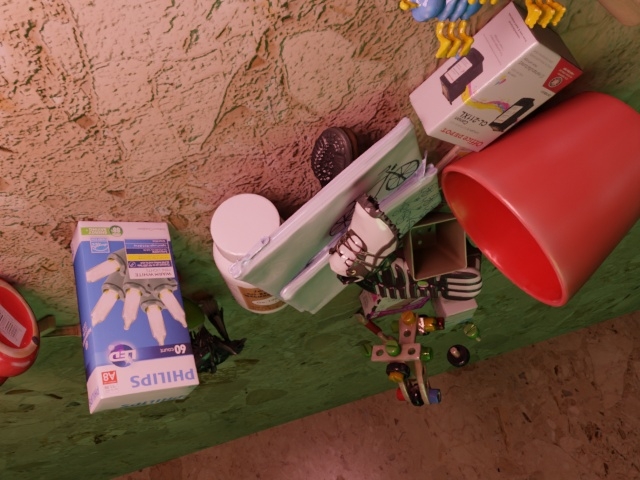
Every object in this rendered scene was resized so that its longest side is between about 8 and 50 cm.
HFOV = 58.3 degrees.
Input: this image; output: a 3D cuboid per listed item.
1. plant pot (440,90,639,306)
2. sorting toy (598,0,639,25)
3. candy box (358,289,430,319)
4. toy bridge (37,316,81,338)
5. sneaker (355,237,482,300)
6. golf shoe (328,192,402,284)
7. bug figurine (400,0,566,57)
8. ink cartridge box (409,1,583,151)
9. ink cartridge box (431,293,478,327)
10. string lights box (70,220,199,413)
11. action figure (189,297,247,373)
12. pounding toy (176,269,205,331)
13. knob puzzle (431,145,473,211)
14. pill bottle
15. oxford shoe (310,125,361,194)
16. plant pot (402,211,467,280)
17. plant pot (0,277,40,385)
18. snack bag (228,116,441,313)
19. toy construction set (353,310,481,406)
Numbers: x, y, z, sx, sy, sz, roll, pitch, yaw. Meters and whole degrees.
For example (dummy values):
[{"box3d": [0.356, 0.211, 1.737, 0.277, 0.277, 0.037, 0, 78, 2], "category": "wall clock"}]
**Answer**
[{"box3d": [0.364, -0.078, 0.879, 0.243, 0.275, 0.275, -39, 154, -2], "category": "plant pot"}, {"box3d": [0.401, -0.343, 0.635, 0.193, 0.038, 0.208, 8, 149, -43], "category": "sorting toy"}, {"box3d": [0.200, 0.104, 1.369, 0.159, 0.071, 0.233, -10, 153, -17], "category": "candy box"}, {"box3d": [-0.515, 0.162, 1.062, 0.063, 0.026, 0.188, -27, 154, 24], "category": "toy bridge"}, {"box3d": [0.206, 0.039, 1.214, 0.281, 0.162, 0.106, 8, 131, 19], "category": "sneaker"}, {"box3d": [0.057, 0.012, 0.796, 0.094, 0.077, 0.198, -34, 154, -10], "category": "golf shoe"}, {"box3d": [0.201, -0.303, 0.532, 0.216, 0.072, 0.279, -11, 150, -29], "category": "bug figurine"}, {"box3d": [0.226, -0.203, 0.752, 0.127, 0.072, 0.175, 6, 145, -42], "category": "ink cartridge box"}, {"box3d": [0.374, 0.175, 1.606, 0.092, 0.090, 0.143, -17, 154, -4], "category": "ink cartridge box"}, {"box3d": [-0.271, 0.102, 0.824, 0.133, 0.259, 0.077, -1, 150, -34], "category": "string lights box"}, {"box3d": [-0.261, 0.208, 1.159, 0.164, 0.141, 0.276, -26, 180, -34], "category": "action figure"}, {"box3d": [-0.319, 0.109, 1.030, 0.183, 0.110, 0.237, -13, -174, -37], "category": "pounding toy"}, {"box3d": [0.257, -0.100, 1.037, 0.213, 0.030, 0.213, -15, 155, -7], "category": "knob puzzle"}, {"box3d": [-0.103, 0.024, 0.929, 0.131, 0.131, 0.229, -16, 155, -5], "category": "pill bottle"}, {"box3d": [0.043, -0.103, 0.853, 0.096, 0.083, 0.227, -34, 158, -12], "category": "oxford shoe"}, {"box3d": [0.207, -0.001, 1.100, 0.109, 0.096, 0.109, -13, 114, -10], "category": "plant pot"}, {"box3d": [-0.531, 0.148, 0.844, 0.174, 0.191, 0.191, -28, 154, 2], "category": "plant pot"}, {"box3d": [0.050, -0.015, 0.875, 0.323, 0.037, 0.342, -40, 159, 1], "category": "snack bag"}, {"box3d": [0.200, 0.261, 1.491, 0.237, 0.309, 0.257, 43, 73, -45], "category": "toy construction set"}]
